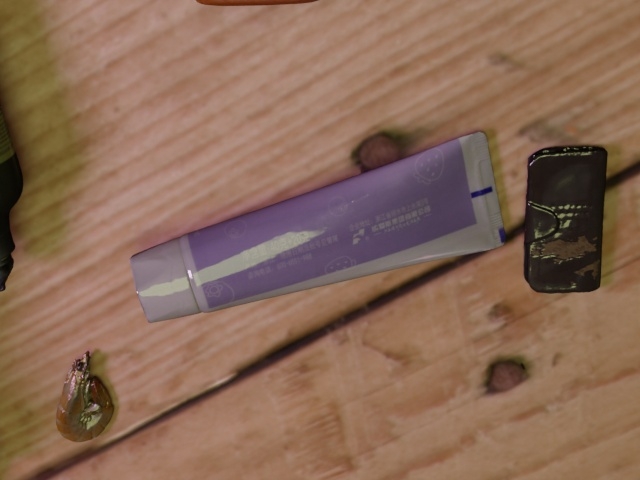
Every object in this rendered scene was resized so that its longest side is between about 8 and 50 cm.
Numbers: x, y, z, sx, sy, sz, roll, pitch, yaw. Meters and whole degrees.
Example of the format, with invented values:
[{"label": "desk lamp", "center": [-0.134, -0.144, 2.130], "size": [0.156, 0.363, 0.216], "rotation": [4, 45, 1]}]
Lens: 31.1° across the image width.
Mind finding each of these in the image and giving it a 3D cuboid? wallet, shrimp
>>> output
[{"label": "wallet", "center": [0.248, -0.020, 1.169], "size": [0.082, 0.018, 0.156], "rotation": [-1, 112, -1]}, {"label": "shrimp", "center": [-0.247, 0.169, 1.230], "size": [0.059, 0.023, 0.108], "rotation": [14, 110, -17]}]

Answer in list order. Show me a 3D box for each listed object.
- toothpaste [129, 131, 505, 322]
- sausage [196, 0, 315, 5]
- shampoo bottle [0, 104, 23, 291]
[{"label": "toothpaste", "center": [0.000, 0.000, 1.145], "size": [0.371, 0.080, 0.125], "rotation": [-16, 110, -1]}, {"label": "sausage", "center": [-0.051, -0.239, 1.067], "size": [0.131, 0.039, 0.041], "rotation": [-2, 104, -2]}, {"label": "shampoo bottle", "center": [-0.343, -0.091, 1.084], "size": [0.101, 0.101, 0.284], "rotation": [-12, 111, 3]}]
